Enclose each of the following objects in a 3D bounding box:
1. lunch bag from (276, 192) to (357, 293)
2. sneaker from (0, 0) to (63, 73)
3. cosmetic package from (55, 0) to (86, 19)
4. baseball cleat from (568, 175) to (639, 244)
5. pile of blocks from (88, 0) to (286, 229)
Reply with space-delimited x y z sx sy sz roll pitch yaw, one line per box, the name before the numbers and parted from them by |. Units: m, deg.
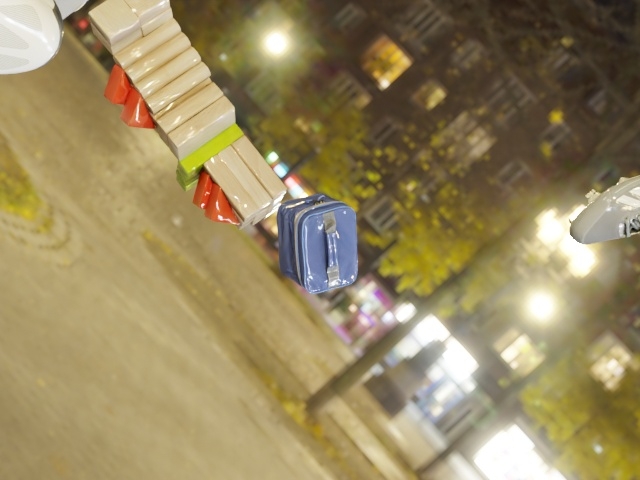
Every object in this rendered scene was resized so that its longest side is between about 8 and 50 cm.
lunch bag | 0.000 0.000 1.388 0.065 0.067 0.098 30 -50 53
sneaker | -0.508 -0.257 1.592 0.447 0.169 0.257 16 25 -24
cosmetic package | -0.453 -0.461 2.145 0.238 0.127 0.107 41 33 -36
baseball cleat | 0.379 -0.032 1.515 0.109 0.205 0.072 61 -1 33
pile of blocks | -0.180 -0.152 1.621 0.362 0.112 0.149 59 -15 -17
